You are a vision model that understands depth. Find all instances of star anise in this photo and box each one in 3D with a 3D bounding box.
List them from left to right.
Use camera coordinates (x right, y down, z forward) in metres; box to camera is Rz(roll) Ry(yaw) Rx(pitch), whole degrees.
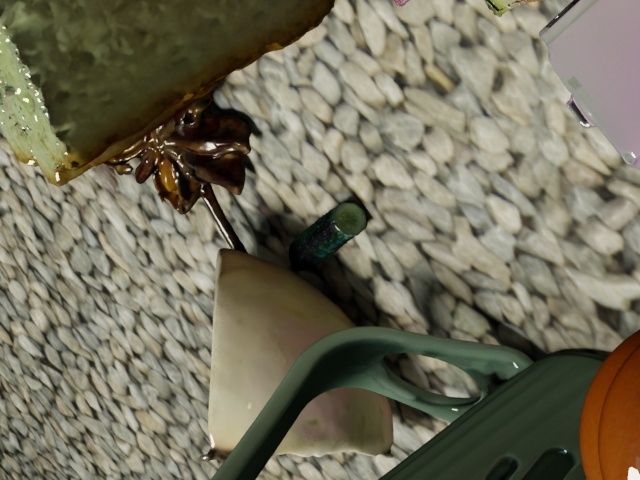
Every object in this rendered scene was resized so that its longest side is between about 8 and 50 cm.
[{"bbox_3d":[-0.129,-0.070,1.631,0.177,0.073,0.234,21,137,23],"label":"star anise"}]

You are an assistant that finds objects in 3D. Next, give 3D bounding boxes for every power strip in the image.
[{"bbox_3d":[0.220,-0.132,1.080,0.109,0.037,0.279,52,152,3],"label":"power strip"}]

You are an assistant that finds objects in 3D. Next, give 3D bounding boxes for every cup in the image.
[{"bbox_3d":[0.091,0.277,1.376,0.401,0.392,0.310,28,137,47],"label":"cup"}]

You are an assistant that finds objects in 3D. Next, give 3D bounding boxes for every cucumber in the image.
[{"bbox_3d":[0.000,0.000,1.561,0.032,0.032,0.133,54,153,0],"label":"cucumber"}]

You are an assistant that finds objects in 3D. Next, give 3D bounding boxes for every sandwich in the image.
[{"bbox_3d":[-0.161,-0.236,1.297,0.131,0.262,0.325,8,128,55],"label":"sandwich"}]

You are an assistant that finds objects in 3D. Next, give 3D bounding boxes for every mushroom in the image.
[{"bbox_3d":[-0.015,0.098,1.619,0.236,0.162,0.173,142,132,-87],"label":"mushroom"}]

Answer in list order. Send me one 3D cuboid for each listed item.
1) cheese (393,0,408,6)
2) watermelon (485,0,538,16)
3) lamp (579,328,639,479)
[{"bbox_3d":[0.023,-0.224,1.273,0.145,0.038,0.095,59,150,2],"label":"cheese"},{"bbox_3d":[0.142,-0.199,1.083,0.119,0.063,0.245,61,154,-3],"label":"watermelon"},{"bbox_3d":[0.265,0.132,1.138,0.223,0.196,0.223,20,173,2],"label":"lamp"}]
